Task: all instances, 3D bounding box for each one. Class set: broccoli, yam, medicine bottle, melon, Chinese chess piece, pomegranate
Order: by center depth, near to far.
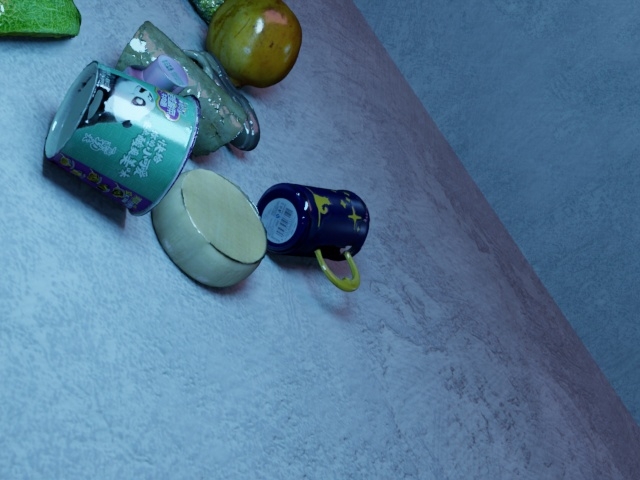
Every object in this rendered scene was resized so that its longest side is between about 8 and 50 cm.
[{"bbox_3d":[-0.560,-0.462,1.629,0.323,0.124,0.196,-15,79,-62],"label":"melon"},{"bbox_3d":[-0.352,-0.278,1.681,0.119,0.188,0.094,33,32,-38],"label":"medicine bottle"},{"bbox_3d":[-0.219,-0.027,1.703,0.250,0.103,0.250,39,29,-27],"label":"Chinese chess piece"},{"bbox_3d":[-0.312,-0.321,1.836,0.304,0.168,0.168,41,28,-24],"label":"yam"},{"bbox_3d":[-0.181,-0.525,2.242,0.264,0.264,0.264,41,28,-27],"label":"pomegranate"},{"bbox_3d":[-0.270,-0.705,2.364,0.219,0.194,0.194,38,29,-44],"label":"broccoli"}]

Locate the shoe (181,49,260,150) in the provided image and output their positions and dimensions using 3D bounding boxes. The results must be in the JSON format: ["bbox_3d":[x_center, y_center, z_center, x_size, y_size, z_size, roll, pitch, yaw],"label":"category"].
[{"bbox_3d":[-0.264,-0.335,2.017,0.149,0.109,0.293,-4,59,-57],"label":"shoe"}]

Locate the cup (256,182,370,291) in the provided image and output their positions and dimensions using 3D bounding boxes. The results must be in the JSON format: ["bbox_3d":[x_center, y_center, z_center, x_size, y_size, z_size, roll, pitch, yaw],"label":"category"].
[{"bbox_3d":[0.006,-0.021,1.963,0.255,0.178,0.256,36,17,29],"label":"cup"}]

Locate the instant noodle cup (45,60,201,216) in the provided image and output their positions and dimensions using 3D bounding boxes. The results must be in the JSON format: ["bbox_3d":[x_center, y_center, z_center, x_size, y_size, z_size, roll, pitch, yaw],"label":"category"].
[{"bbox_3d":[-0.361,-0.193,1.516,0.190,0.251,0.251,27,35,-31],"label":"instant noodle cup"}]
